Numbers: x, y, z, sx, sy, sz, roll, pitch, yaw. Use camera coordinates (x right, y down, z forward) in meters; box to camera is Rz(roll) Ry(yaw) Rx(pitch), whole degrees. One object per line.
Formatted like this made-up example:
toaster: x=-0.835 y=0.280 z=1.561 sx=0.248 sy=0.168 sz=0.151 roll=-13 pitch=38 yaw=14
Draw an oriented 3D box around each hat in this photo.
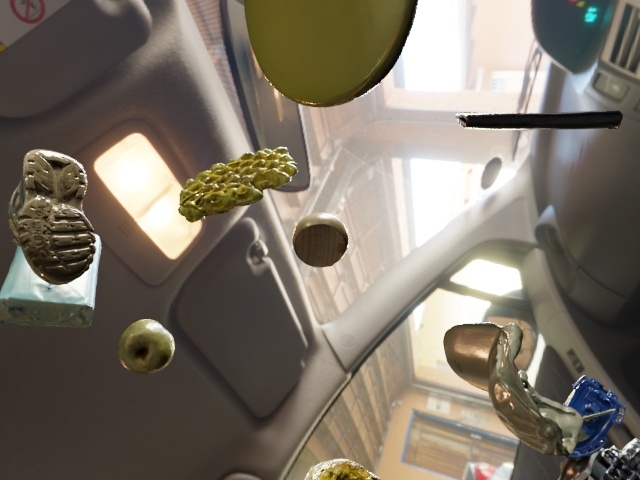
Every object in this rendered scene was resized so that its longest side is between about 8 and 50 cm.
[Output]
hat: x=0.296 y=0.256 z=0.745 sx=0.214 sy=0.244 sz=0.149 roll=52 pitch=-127 yaw=-7

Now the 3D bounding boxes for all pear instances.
pear: x=-0.530 y=0.328 z=1.364 sx=0.136 sy=0.167 sz=0.167 roll=153 pitch=129 yaw=-81

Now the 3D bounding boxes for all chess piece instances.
chess piece: x=0.000 y=0.000 z=0.654 sx=0.038 sy=0.083 sz=0.084 roll=-85 pitch=-6 yaw=-62

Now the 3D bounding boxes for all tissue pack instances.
tissue pack: x=-0.605 y=0.074 z=1.016 sx=0.089 sy=0.177 sz=0.263 roll=-64 pitch=32 yaw=27

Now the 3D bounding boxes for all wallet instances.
wallet: x=0.478 y=-0.274 z=1.018 sx=0.172 sy=0.318 sz=0.045 roll=-63 pitch=-26 yaw=-73

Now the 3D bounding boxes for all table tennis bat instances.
table tennis bat: x=-0.020 y=-0.329 z=0.491 sx=0.054 sy=0.224 sz=0.369 roll=-19 pitch=-92 yaw=-53

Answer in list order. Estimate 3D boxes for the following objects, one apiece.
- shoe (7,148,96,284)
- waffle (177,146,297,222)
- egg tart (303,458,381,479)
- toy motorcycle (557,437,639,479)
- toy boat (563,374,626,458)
shoe: x=-0.357 y=-0.023 z=0.575 sx=0.089 sy=0.092 sz=0.180 roll=6 pitch=-116 yaw=-51
waffle: x=-0.175 y=-0.126 z=0.949 sx=0.250 sy=0.261 sz=0.056 roll=-94 pitch=-15 yaw=-60
egg tart: x=0.058 y=0.573 z=0.927 sx=0.094 sy=0.234 sz=0.234 roll=-64 pitch=-14 yaw=23
toy motorcycle: x=0.493 y=0.465 z=0.801 sx=0.327 sy=0.143 sz=0.188 roll=-1 pitch=-55 yaw=-46
toy boat: x=0.459 y=0.298 z=0.754 sx=0.175 sy=0.091 sz=0.110 roll=-36 pitch=-26 yaw=-28
